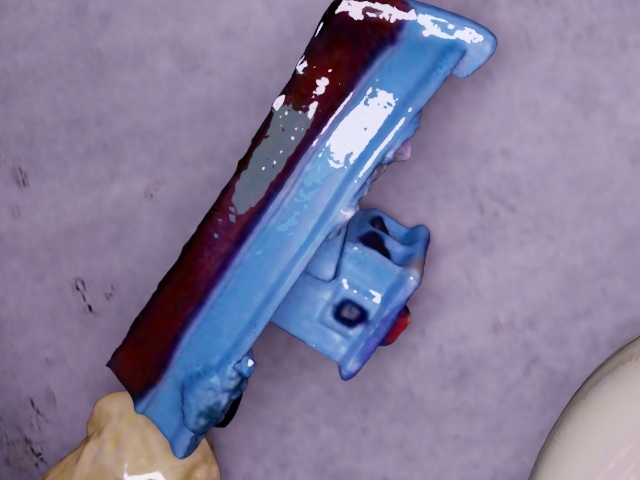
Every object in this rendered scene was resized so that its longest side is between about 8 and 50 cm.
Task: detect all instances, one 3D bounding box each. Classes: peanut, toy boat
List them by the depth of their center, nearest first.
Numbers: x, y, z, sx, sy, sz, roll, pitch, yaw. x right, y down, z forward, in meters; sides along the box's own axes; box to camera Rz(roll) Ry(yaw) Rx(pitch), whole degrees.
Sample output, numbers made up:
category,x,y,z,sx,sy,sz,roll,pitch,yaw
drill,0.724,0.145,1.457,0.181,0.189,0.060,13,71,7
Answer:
category,x,y,z,sx,sy,sz,roll,pitch,yaw
toy boat,0.000,0.000,0.793,0.097,0.100,0.223,31,117,-6
peanut,-0.100,0.154,0.886,0.093,0.083,0.194,42,120,31

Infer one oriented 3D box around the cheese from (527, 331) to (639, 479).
category,x,y,z,sx,sy,sz,roll,pitch,yaw
cheese,0.176,0.068,0.712,0.163,0.082,0.286,34,114,19
